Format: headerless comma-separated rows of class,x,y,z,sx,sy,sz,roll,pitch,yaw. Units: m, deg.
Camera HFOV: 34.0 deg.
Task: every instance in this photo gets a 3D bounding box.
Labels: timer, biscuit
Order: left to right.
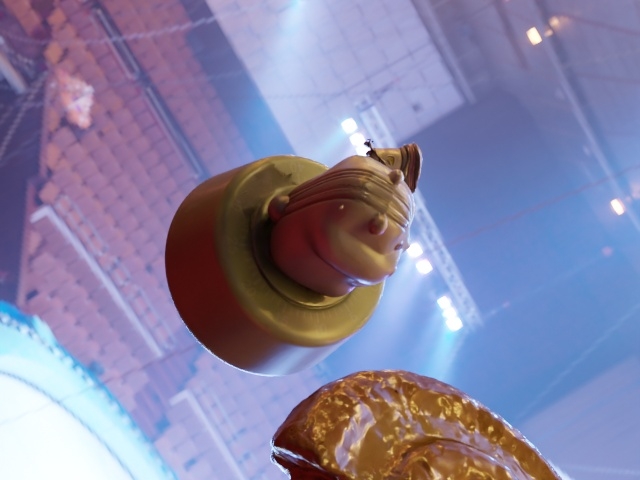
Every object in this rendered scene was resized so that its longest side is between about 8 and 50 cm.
timer,0.000,0.000,1.304,0.315,0.291,0.290,-28,-88,53
biscuit,0.097,0.192,0.682,0.274,0.091,0.213,46,34,9

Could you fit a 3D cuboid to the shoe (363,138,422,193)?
shoe,0.091,-0.069,1.596,0.089,0.092,0.180,-104,-151,-71
